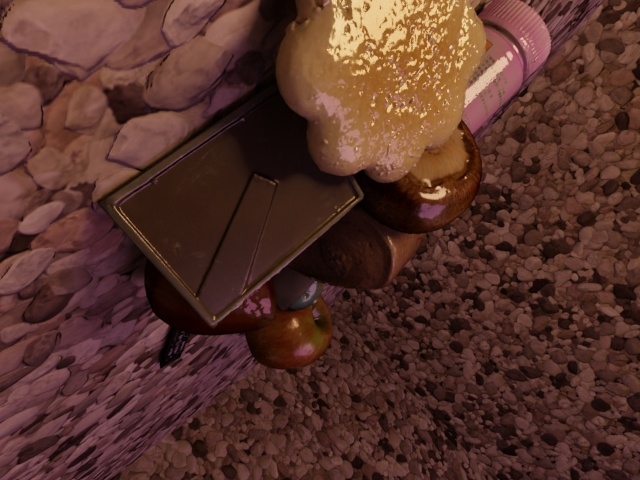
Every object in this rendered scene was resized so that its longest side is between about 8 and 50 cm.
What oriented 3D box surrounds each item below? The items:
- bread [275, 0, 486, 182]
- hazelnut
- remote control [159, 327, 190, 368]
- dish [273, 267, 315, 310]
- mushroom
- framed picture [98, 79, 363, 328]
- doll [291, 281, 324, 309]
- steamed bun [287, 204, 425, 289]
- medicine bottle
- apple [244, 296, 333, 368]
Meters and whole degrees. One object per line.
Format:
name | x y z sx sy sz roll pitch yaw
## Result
bread | 0.086 -0.212 0.506 0.316 0.054 0.315 -15 119 -30
hazelnut | -0.155 0.063 0.665 0.208 0.208 0.208 -42 168 -11
remote control | -0.352 0.248 1.059 0.063 0.025 0.245 -31 163 -43
dish | -0.054 0.054 1.041 0.236 0.086 0.227 -44 -171 37
mushroom | 0.137 -0.147 0.727 0.279 0.296 0.163 18 142 -31
framed picture | -0.091 -0.053 0.565 0.289 0.213 0.016 -41 -152 -16
doll | -0.015 0.075 1.261 0.260 0.161 0.177 -47 166 22
steamed bun | 0.047 -0.052 0.867 0.251 0.302 0.199 -45 134 -42
medicine bottle | 0.310 -0.336 0.908 0.291 0.178 0.178 -45 168 0
apple | -0.109 0.287 1.435 0.250 0.277 0.309 -23 159 22
